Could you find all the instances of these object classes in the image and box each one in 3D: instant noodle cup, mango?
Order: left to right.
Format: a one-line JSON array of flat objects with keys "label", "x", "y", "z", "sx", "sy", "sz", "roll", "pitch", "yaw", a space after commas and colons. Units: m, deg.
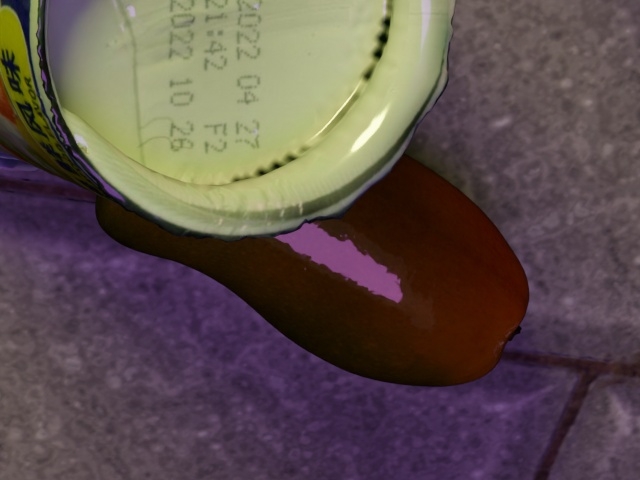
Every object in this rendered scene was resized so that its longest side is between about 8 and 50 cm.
[{"label": "instant noodle cup", "x": -0.090, "y": -0.131, "z": 0.929, "sx": 0.284, "sy": 0.312, "sz": 0.284, "roll": -8, "pitch": 109, "yaw": -23}, {"label": "mango", "x": 0.005, "y": -0.003, "z": 1.212, "sx": 0.289, "sy": 0.129, "sz": 0.146, "roll": 31, "pitch": 124, "yaw": -26}]
